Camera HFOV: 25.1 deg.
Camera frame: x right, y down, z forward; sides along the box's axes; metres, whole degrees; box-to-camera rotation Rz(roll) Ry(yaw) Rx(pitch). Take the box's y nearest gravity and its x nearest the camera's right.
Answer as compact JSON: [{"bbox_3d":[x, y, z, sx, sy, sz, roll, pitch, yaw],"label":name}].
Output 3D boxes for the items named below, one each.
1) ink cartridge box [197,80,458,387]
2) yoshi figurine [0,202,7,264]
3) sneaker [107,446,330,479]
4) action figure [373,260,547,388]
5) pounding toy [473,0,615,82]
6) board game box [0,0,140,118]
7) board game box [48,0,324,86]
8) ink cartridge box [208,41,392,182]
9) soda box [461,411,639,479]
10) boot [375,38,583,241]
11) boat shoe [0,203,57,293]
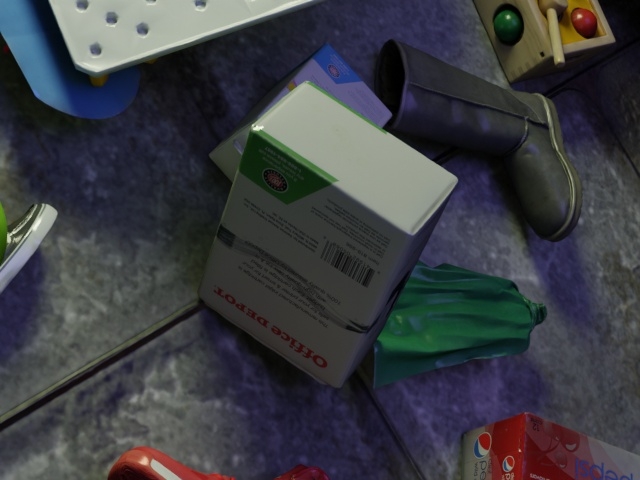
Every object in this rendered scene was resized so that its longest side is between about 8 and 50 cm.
[{"bbox_3d":[0.000,0.000,1.169,0.153,0.208,0.087,34,47,10],"label":"ink cartridge box"},{"bbox_3d":[-0.324,0.058,0.950,0.203,0.203,0.362,39,50,-29],"label":"yoshi figurine"},{"bbox_3d":[-0.069,0.211,1.148,0.221,0.087,0.128,50,41,-24],"label":"sneaker"},{"bbox_3d":[0.121,0.073,1.345,0.232,0.063,0.137,1,68,-32],"label":"action figure"},{"bbox_3d":[0.243,-0.234,1.542,0.141,0.100,0.130,-17,81,-40],"label":"pounding toy"},{"bbox_3d":[-0.227,-0.168,1.209,0.133,0.033,0.169,-21,81,-55],"label":"board game box"},{"bbox_3d":[-0.091,-0.362,1.253,0.390,0.050,0.390,-20,76,-13],"label":"board game box"},{"bbox_3d":[-0.023,-0.089,1.291,0.092,0.090,0.143,48,52,-10],"label":"ink cartridge box"},{"bbox_3d":[0.259,0.245,1.354,0.263,0.092,0.083,22,60,-28],"label":"soda box"},{"bbox_3d":[0.157,-0.100,1.438,0.208,0.076,0.190,17,47,-38],"label":"boot"},{"bbox_3d":[-0.253,0.017,1.103,0.040,0.049,0.142,42,54,-14],"label":"boat shoe"}]
